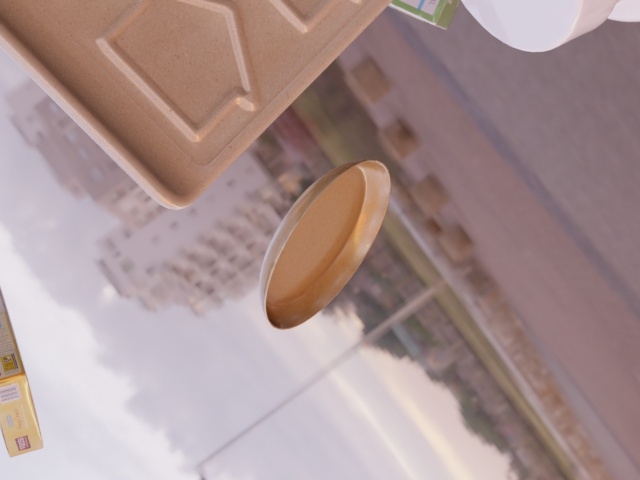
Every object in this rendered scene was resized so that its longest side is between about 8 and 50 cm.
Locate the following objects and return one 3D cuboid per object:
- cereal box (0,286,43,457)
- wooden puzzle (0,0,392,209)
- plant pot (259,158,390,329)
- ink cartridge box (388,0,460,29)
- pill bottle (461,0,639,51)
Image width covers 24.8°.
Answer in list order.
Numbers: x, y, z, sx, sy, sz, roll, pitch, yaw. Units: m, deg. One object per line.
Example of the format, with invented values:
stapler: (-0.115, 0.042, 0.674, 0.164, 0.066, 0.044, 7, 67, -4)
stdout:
cereal box: (-0.384, 0.111, 1.714, 0.173, 0.047, 0.240, 93, 157, -54)
wooden puzzle: (-0.115, -0.250, 1.173, 0.322, 0.348, 0.080, 46, 168, -11)
plant pot: (0.000, 0.000, 1.745, 0.032, 0.236, 0.236, 33, 173, 23)
ink cartridge box: (0.107, -0.291, 1.675, 0.209, 0.062, 0.109, 25, -171, 8)
pill bottle: (0.273, -0.294, 1.117, 0.210, 0.363, 0.210, 46, 154, 31)
